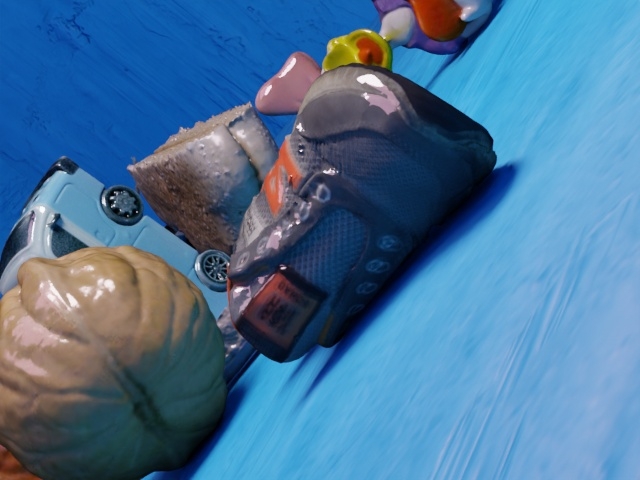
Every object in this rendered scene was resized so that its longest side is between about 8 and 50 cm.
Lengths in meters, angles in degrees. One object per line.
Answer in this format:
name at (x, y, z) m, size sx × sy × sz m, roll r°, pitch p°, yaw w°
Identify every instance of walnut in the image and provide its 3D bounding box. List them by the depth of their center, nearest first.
walnut at (-0.195, 0.109, 1.559) m, size 0.225 × 0.225 × 0.261 m, roll -52°, pitch 23°, yaw -3°

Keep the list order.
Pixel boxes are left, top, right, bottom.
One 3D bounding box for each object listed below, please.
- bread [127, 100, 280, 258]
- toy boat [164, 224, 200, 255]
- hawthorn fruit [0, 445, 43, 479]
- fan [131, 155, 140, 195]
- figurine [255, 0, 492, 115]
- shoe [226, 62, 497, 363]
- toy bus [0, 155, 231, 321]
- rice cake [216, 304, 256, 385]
bread at (-0.118, -0.051, 2.076) m, size 0.102 × 0.183 × 0.337 m, roll -32°, pitch 7°, yaw -20°
toy boat at (-0.129, 0.019, 2.271) m, size 0.299 × 0.134 × 0.092 m, roll -56°, pitch 46°, yaw 19°
hawthorn fruit at (-0.341, 0.249, 1.973) m, size 0.242 × 0.242 × 0.271 m, roll -51°, pitch -16°, yaw 4°
fan at (-0.211, 0.027, 2.139) m, size 0.009 × 0.191 × 0.329 m, roll -20°, pitch 52°, yaw 16°
figurine at (0.107, -0.270, 1.930) m, size 0.421 × 0.154 × 0.193 m, roll -50°, pitch 1°, yaw 0°
shoe at (0.000, 0.000, 1.246) m, size 0.171 × 0.132 × 0.336 m, roll -59°, pitch 6°, yaw -22°
toy bus at (-0.224, 0.054, 1.935) m, size 0.133 × 0.271 × 0.165 m, roll -46°, pitch 11°, yaw 47°
rice cake at (-0.074, 0.085, 1.647) m, size 0.270 × 0.049 × 0.055 m, roll -51°, pitch -8°, yaw 11°
